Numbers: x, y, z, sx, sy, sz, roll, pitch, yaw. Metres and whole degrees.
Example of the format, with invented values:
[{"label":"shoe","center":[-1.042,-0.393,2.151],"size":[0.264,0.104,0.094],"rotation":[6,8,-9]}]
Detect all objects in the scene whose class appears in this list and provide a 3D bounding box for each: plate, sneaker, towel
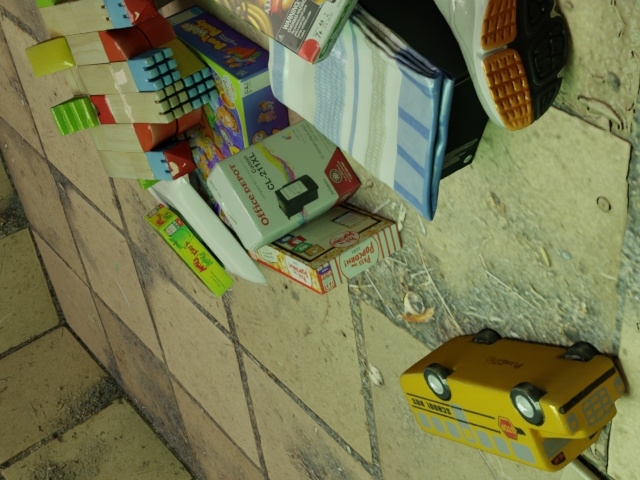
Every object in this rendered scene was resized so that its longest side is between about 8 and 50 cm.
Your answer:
[{"label":"plate","center":[-0.236,-0.042,1.824],"size":[0.277,0.045,0.278],"rotation":[54,168,-29]},{"label":"sneaker","center":[0.155,-0.235,0.960],"size":[0.121,0.099,0.262],"rotation":[15,123,67]},{"label":"towel","center":[0.032,-0.169,1.080],"size":[0.285,0.034,0.209],"rotation":[43,151,31]}]

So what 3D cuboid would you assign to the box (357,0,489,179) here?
[{"label":"box","center":[0.075,-0.211,1.113],"size":[0.261,0.103,0.184],"rotation":[49,151,23]}]

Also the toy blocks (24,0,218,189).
[{"label":"toy blocks","center":[-0.273,-0.241,1.500],"size":[0.261,0.191,0.381],"rotation":[7,123,47]}]

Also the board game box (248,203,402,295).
[{"label":"board game box","center":[0.000,0.000,1.427],"size":[0.193,0.147,0.045],"rotation":[25,138,53]}]

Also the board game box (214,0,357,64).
[{"label":"board game box","center":[-0.011,-0.348,0.938],"size":[0.193,0.053,0.305],"rotation":[33,117,7]}]

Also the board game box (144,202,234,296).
[{"label":"board game box","center":[-0.242,0.018,1.827],"size":[0.181,0.043,0.092],"rotation":[52,168,-30]}]

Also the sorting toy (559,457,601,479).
[{"label":"sorting toy","center":[0.371,0.397,1.279],"size":[0.193,0.038,0.208],"rotation":[42,150,34]}]

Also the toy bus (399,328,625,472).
[{"label":"toy bus","center":[0.234,0.197,1.239],"size":[0.333,0.108,0.130],"rotation":[2,118,62]}]

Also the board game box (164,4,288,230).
[{"label":"board game box","center":[-0.143,-0.173,1.594],"size":[0.233,0.078,0.347],"rotation":[39,148,38]}]

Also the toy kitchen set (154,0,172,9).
[{"label":"toy kitchen set","center":[-0.300,-0.490,1.551],"size":[0.166,0.122,0.207],"rotation":[48,173,25]}]

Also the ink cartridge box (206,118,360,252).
[{"label":"ink cartridge box","center":[-0.053,-0.082,1.403],"size":[0.127,0.175,0.072],"rotation":[58,156,5]}]
